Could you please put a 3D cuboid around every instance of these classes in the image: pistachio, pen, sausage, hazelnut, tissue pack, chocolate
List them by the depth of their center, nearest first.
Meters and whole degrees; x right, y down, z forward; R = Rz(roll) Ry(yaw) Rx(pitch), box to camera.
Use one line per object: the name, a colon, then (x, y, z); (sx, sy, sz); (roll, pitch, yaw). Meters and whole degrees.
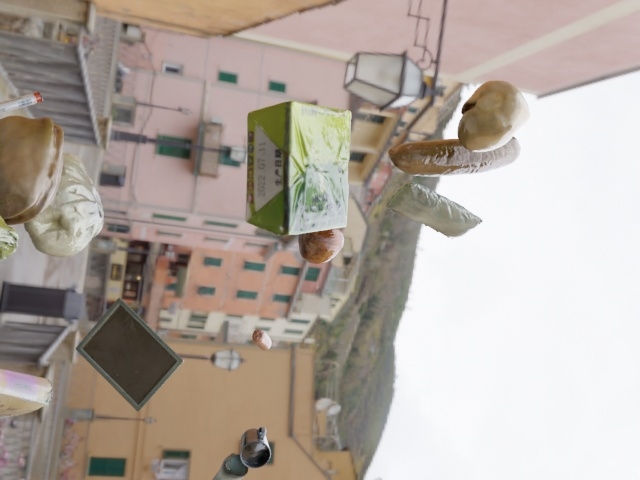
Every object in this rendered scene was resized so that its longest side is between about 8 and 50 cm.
pistachio: (-0.614, -0.132, 1.369); (0.213, 0.163, 0.260); (-26, -134, 17)
pen: (-0.726, -0.289, 1.515); (0.026, 0.218, 0.026); (37, -39, 38)
sausage: (-0.136, 0.229, 1.582); (0.083, 0.034, 0.034); (66, 21, -63)
chocolate: (-0.048, -0.167, 1.589); (0.301, 0.137, 0.289); (-10, 104, -62)
pistachio: (0.492, -0.348, 1.956); (0.299, 0.187, 0.187); (84, 11, -84)
tissue pack: (-0.987, 0.468, 2.078); (0.256, 0.215, 0.123); (39, 37, -61)
sausage: (0.458, -0.281, 2.257); (0.123, 0.501, 0.136); (104, -33, -40)
hazelnut: (0.000, 0.000, 2.554); (0.182, 0.182, 0.182); (-173, -90, -75)

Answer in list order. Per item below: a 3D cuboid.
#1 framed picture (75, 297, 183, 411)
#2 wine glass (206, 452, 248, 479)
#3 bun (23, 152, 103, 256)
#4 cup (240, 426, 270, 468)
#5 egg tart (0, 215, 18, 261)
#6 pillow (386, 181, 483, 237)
framed picture: (-0.608, 0.363, 2.180); (0.232, 0.296, 0.019); (-47, 173, 7)
wine glass: (-0.257, 0.631, 1.809); (0.155, 0.072, 0.072); (-51, -149, 31)
bun: (-0.842, -0.119, 2.279); (0.360, 0.211, 0.360); (170, -90, -89)
cup: (-0.166, 0.524, 1.767); (0.100, 0.078, 0.077); (-64, -165, 9)
egg tart: (-0.583, -0.009, 1.080); (0.197, 0.197, 0.078); (130, -53, -63)
pillow: (0.280, -0.070, 1.697); (0.128, 0.229, 0.051); (-37, -148, 54)
